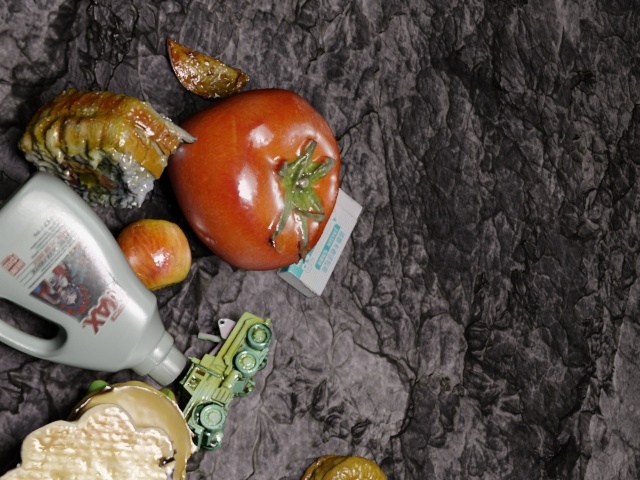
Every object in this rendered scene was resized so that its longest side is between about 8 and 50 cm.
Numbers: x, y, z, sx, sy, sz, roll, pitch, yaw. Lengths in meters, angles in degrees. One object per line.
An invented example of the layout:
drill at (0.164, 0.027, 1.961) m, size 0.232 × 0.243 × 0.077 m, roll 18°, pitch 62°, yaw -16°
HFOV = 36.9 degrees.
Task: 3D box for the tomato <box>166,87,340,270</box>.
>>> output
tomato at (-0.124, -0.113, 1.766) m, size 0.341 × 0.272 × 0.342 m, roll -6°, pitch 98°, yaw -50°

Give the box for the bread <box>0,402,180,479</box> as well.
bread at (-0.354, 0.414, 1.494) m, size 0.315 × 0.054 × 0.316 m, roll 2°, pitch 83°, yaw -19°

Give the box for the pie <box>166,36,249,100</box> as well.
pie at (-0.219, -0.320, 1.864) m, size 0.191 × 0.033 × 0.088 m, roll 20°, pitch 76°, yaw -34°

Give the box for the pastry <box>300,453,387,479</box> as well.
pastry at (0.044, 0.519, 1.901) m, size 0.188 × 0.103 × 0.189 m, roll 5°, pitch 81°, yaw -35°

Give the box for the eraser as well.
eraser at (0.000, 0.000, 1.970) m, size 0.095 × 0.052 × 0.225 m, roll 38°, pitch 64°, yaw -24°

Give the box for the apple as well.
apple at (-0.299, 0.022, 1.690) m, size 0.146 × 0.146 × 0.147 m, roll 6°, pitch 80°, yaw -36°

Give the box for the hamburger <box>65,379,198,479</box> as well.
hamburger at (-0.328, 0.341, 1.614) m, size 0.237 × 0.149 × 0.237 m, roll 2°, pitch 84°, yaw -16°

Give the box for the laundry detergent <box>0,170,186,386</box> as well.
laundry detergent at (-0.396, 0.105, 1.573) m, size 0.264 × 0.124 × 0.398 m, roll -47°, pitch 108°, yaw -5°

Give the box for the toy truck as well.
toy truck at (-0.192, 0.253, 1.762) m, size 0.135 × 0.128 × 0.260 m, roll 23°, pitch 58°, yaw 4°

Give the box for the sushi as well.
sushi at (-0.359, -0.152, 1.600) m, size 0.139 × 0.274 × 0.184 m, roll -67°, pitch 149°, yaw -33°
